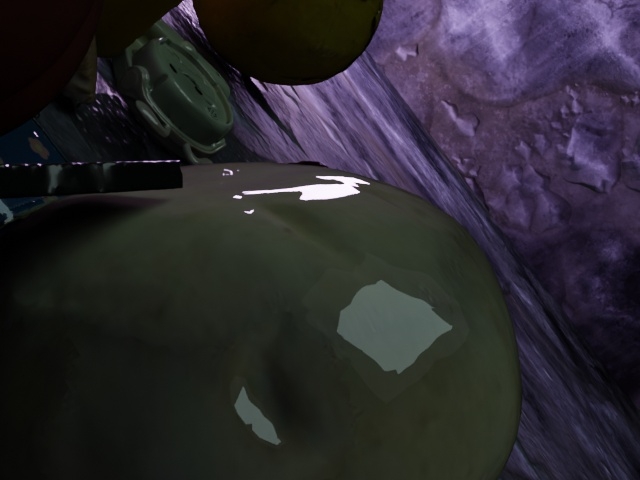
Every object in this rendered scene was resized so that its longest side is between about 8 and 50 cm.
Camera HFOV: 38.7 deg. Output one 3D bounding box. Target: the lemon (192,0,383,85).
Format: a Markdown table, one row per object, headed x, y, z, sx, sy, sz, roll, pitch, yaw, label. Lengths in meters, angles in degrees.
| x | y | z | sx | sy | sz | roll | pitch | yaw | label |
| --- | --- | --- | --- | --- | --- | --- | --- | --- | --- |
| -0.049 | -0.371 | 1.360 | 0.297 | 0.297 | 0.297 | 48 | 18 | -20 | lemon |

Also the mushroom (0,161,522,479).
| x | y | z | sx | sy | sz | roll | pitch | yaw | label |
| --- | --- | --- | --- | --- | --- | --- | --- | --- | --- |
| -0.023 | 0.077 | 0.521 | 0.356 | 0.315 | 0.315 | 30 | 28 | -38 | mushroom |

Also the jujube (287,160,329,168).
| x | y | z | sx | sy | sz | roll | pitch | yaw | label |
| --- | --- | --- | --- | --- | --- | --- | --- | --- | --- |
| 0.000 | 0.000 | 0.998 | 0.155 | 0.155 | 0.230 | 45 | 9 | -27 | jujube |

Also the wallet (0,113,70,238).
| x | y | z | sx | sy | sz | roll | pitch | yaw | label |
| --- | --- | --- | --- | --- | --- | --- | --- | --- | --- |
| -0.255 | -0.094 | 0.625 | 0.202 | 0.059 | 0.141 | 53 | 14 | -2 | wallet |

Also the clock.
| x | y | z | sx | sy | sz | roll | pitch | yaw | label |
| --- | --- | --- | --- | --- | --- | --- | --- | --- | --- |
| -0.158 | -0.158 | 1.012 | 0.151 | 0.062 | 0.191 | 41 | 22 | -37 | clock |

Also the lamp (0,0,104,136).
| x | y | z | sx | sy | sz | roll | pitch | yaw | label |
| --- | --- | --- | --- | --- | --- | --- | --- | --- | --- |
| -0.222 | -0.188 | 0.435 | 0.303 | 0.256 | 0.303 | 162 | -90 | -76 | lamp |

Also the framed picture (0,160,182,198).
| x | y | z | sx | sy | sz | roll | pitch | yaw | label |
| --- | --- | --- | --- | --- | --- | --- | --- | --- | --- |
| -0.206 | -0.021 | 0.362 | 0.265 | 0.192 | 0.018 | -10 | 100 | -62 | framed picture |

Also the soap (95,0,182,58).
| x | y | z | sx | sy | sz | roll | pitch | yaw | label |
| --- | --- | --- | --- | --- | --- | --- | --- | --- | --- |
| -0.219 | -0.370 | 1.023 | 0.096 | 0.204 | 0.325 | 41 | 21 | -47 | soap |

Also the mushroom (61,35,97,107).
| x | y | z | sx | sy | sz | roll | pitch | yaw | label |
| --- | --- | --- | --- | --- | --- | --- | --- | --- | --- |
| -0.261 | -0.205 | 0.783 | 0.209 | 0.094 | 0.072 | 34 | 28 | -39 | mushroom |
